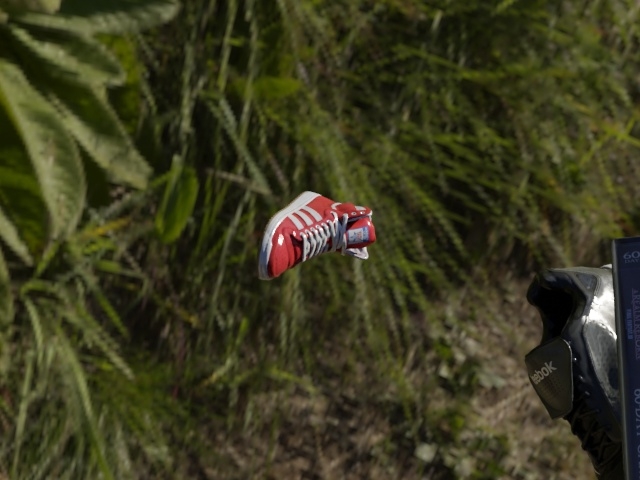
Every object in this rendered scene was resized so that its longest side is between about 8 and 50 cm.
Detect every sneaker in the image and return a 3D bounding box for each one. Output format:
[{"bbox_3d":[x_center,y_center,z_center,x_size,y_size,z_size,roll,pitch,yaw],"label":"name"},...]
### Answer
[{"bbox_3d":[0.202,0.115,1.050,0.106,0.078,0.234,9,55,-21],"label":"sneaker"},{"bbox_3d":[0.000,0.000,1.043,0.067,0.042,0.118,14,30,16],"label":"sneaker"}]

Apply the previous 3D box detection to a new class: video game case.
[{"bbox_3d":[0.197,0.160,0.810,0.026,0.196,0.274,-6,65,18],"label":"video game case"}]
